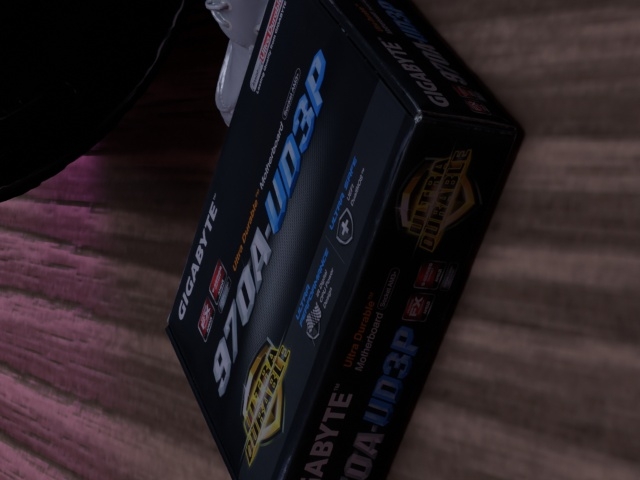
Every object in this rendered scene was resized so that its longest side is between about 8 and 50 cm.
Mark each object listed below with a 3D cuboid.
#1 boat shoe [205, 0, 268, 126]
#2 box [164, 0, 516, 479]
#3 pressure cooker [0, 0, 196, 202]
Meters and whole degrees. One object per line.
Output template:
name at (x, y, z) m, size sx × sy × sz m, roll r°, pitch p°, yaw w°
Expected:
boat shoe at (-0.024, -0.130, 0.905) m, size 0.184 × 0.063 × 0.066 m, roll -60°, pitch 34°, yaw 39°
box at (0.000, 0.000, 0.836) m, size 0.175 × 0.051 × 0.220 m, roll 59°, pitch 136°, yaw 52°
pressure cooker at (-0.286, -0.220, 1.099) m, size 0.370 × 0.375 × 0.420 m, roll -42°, pitch 22°, yaw -9°
